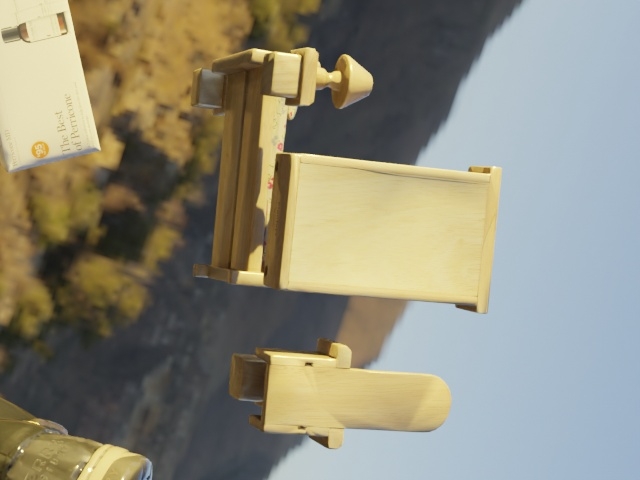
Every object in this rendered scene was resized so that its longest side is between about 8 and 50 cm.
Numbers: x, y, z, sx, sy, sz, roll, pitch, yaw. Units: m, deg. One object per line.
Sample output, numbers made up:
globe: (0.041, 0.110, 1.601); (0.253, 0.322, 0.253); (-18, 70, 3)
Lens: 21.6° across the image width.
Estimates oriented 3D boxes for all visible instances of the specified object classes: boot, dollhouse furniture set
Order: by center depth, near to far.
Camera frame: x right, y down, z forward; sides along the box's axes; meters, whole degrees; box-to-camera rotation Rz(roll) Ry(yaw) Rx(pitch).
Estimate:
boot: (-0.289, 0.195, 1.351); (0.377, 0.284, 0.138); (116, -1, -70)
dollhouse furniture set: (0.000, 0.000, 1.428); (0.355, 0.174, 0.303); (-170, -94, -72)

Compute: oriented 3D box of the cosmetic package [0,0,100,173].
cosmetic package: (-0.292, -0.194, 1.653); (0.060, 0.099, 0.239); (-142, -141, -69)
